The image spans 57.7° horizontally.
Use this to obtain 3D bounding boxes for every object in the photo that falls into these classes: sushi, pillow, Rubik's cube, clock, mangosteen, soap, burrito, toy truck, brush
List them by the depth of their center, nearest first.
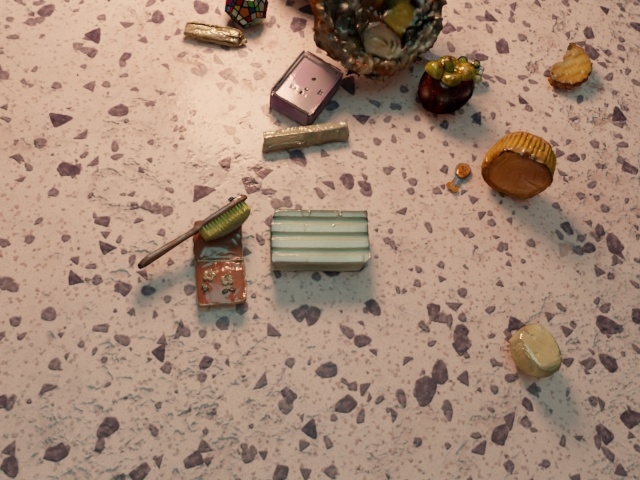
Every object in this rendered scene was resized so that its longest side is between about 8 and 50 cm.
[{"bbox_3d":[-0.297,-0.008,1.412,0.313,0.072,0.067,-34,84,-16],"label":"brush"},{"bbox_3d":[-0.250,0.053,1.438,0.126,0.043,0.232,-4,66,-10],"label":"pillow"},{"bbox_3d":[0.000,0.000,1.480,0.261,0.094,0.150,1,71,-10],"label":"soap"},{"bbox_3d":[0.164,-0.651,1.624,0.417,0.176,0.417,-5,106,-17],"label":"sushi"},{"bbox_3d":[-0.043,-0.437,1.669,0.145,0.073,0.193,32,65,6],"label":"clock"},{"bbox_3d":[0.367,-0.457,1.685,0.166,0.180,0.166,-1,63,3],"label":"mangosteen"},{"bbox_3d":[-0.309,-0.612,1.720,0.188,0.045,0.058,8,91,-8],"label":"burrito"},{"bbox_3d":[-0.221,-0.701,1.735,0.133,0.112,0.133,4,65,-9],"label":"Rubik's cube"},{"bbox_3d":[0.447,-0.512,1.787,0.111,0.076,0.077,16,82,-4],"label":"toy truck"}]

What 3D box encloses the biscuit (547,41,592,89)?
[{"bbox_3d":[0.799,-0.540,1.859,0.118,0.061,0.183,38,68,6],"label":"biscuit"}]

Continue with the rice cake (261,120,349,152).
[{"bbox_3d":[-0.042,-0.290,1.619,0.256,0.052,0.057,-10,98,-13],"label":"rice cake"}]

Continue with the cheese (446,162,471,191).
[{"bbox_3d":[0.397,-0.183,1.660,0.047,0.017,0.111,33,66,9],"label":"cheese"}]

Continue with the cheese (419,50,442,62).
[{"bbox_3d":[0.285,-0.596,1.799,0.227,0.064,0.137,31,67,4],"label":"cheese"}]

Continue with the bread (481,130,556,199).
[{"bbox_3d":[0.547,-0.209,1.598,0.199,0.199,0.104,26,62,2],"label":"bread"}]

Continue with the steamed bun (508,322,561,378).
[{"bbox_3d":[0.531,0.277,1.440,0.112,0.091,0.130,-26,70,-23],"label":"steamed bun"}]
